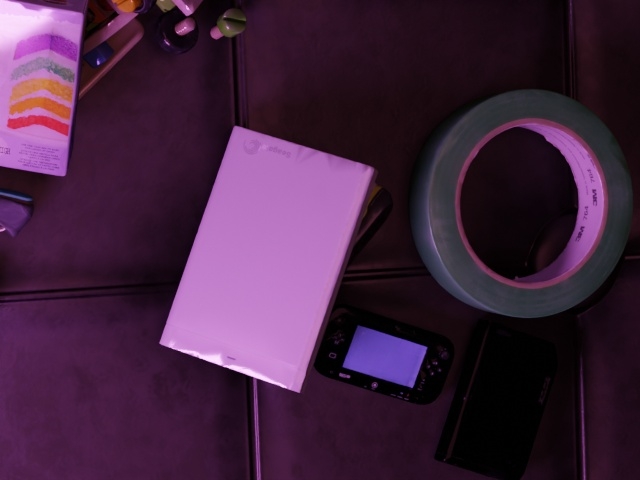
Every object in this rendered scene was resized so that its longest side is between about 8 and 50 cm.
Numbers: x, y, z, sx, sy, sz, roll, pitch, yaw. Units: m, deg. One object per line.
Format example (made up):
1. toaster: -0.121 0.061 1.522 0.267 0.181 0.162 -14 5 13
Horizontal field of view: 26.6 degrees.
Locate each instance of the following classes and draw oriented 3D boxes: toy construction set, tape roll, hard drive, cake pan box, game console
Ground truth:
1. toy construction set: -0.216 -0.380 1.644 0.257 0.237 0.309 -26 96 -32
2. tape roll: 0.286 -0.053 1.925 0.321 0.077 0.321 0 91 -18
3. hard drive: -0.068 0.023 1.783 0.203 0.040 0.307 18 87 14
4. cake pan box: -0.417 -0.208 1.605 0.267 0.070 0.245 11 127 -8
5. game console: 0.156 0.198 1.909 0.361 0.044 0.213 19 86 -17

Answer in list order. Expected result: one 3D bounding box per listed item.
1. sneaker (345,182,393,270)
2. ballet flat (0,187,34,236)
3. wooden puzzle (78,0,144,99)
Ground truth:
1. sneaker: 0.000 0.000 1.847 0.097 0.084 0.234 39 80 13
2. ballet flat: -0.460 -0.053 1.687 0.203 0.074 0.074 20 86 -22
3. wooden puzzle: -0.377 -0.279 1.718 0.238 0.044 0.221 46 79 -14
